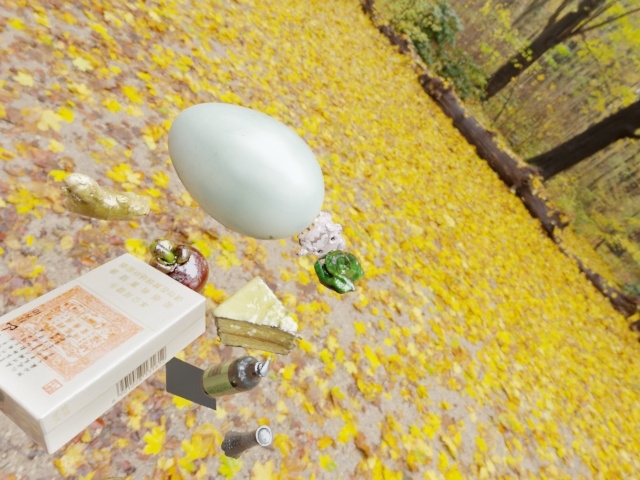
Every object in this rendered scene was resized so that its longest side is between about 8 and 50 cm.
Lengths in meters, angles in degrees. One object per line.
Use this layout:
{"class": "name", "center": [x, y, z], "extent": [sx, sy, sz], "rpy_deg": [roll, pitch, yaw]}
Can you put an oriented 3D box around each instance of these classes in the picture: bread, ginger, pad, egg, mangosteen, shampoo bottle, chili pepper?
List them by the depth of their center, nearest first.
{"class": "egg", "center": [-0.116, -0.109, 0.681], "extent": [0.264, 0.183, 0.183], "rpy_deg": [34, 30, -2]}
{"class": "chili pepper", "center": [0.032, 0.048, 0.709], "extent": [0.073, 0.050, 0.182], "rpy_deg": [53, 13, 5]}
{"class": "bread", "center": [-0.142, 0.182, 0.965], "extent": [0.178, 0.266, 0.141], "rpy_deg": [-1, 62, -10]}
{"class": "ginger", "center": [-0.507, -0.083, 1.013], "extent": [0.205, 0.115, 0.081], "rpy_deg": [28, 17, -50]}
{"class": "shampoo bottle", "center": [-0.244, 0.399, 1.293], "extent": [0.101, 0.284, 0.101], "rpy_deg": [24, 54, -37]}
{"class": "mangosteen", "center": [-0.511, 0.091, 1.524], "extent": [0.215, 0.215, 0.257], "rpy_deg": [-100, 173, -45]}
{"class": "pad", "center": [-0.480, 0.528, 1.620], "extent": [0.265, 0.009, 0.159], "rpy_deg": [46, 16, -44]}

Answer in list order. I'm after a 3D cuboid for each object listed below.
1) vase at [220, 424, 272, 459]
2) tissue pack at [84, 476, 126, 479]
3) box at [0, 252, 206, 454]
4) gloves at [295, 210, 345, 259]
{"class": "vase", "center": [-0.287, 0.790, 1.730], "extent": [0.115, 0.237, 0.115], "rpy_deg": [27, 46, -31]}
{"class": "tissue pack", "center": [-0.715, 0.889, 1.368], "extent": [0.210, 0.198, 0.370], "rpy_deg": [30, -18, 18]}
{"class": "box", "center": [-0.242, 0.103, 0.470], "extent": [0.141, 0.058, 0.201], "rpy_deg": [26, 37, 21]}
{"class": "gloves", "center": [0.007, -0.005, 1.015], "extent": [0.094, 0.110, 0.144], "rpy_deg": [41, 17, 34]}
